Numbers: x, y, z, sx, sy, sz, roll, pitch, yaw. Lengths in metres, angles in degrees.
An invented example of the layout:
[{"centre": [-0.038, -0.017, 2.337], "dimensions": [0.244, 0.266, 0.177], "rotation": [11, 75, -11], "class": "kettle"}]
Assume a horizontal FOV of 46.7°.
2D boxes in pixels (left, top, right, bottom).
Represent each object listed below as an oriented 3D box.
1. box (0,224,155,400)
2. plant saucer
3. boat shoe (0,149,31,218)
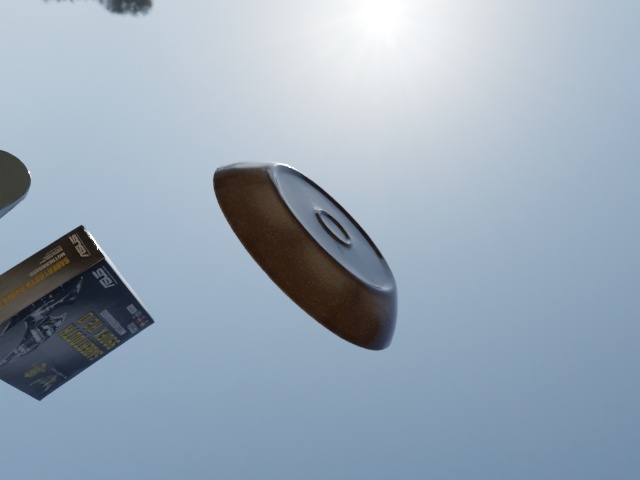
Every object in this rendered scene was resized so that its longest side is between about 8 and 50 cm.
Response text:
[{"centre": [-0.316, 0.096, 0.896], "dimensions": [0.183, 0.231, 0.056], "rotation": [-35, -112, -13], "class": "box"}, {"centre": [0.000, 0.000, 0.596], "dimensions": [0.036, 0.198, 0.199], "rotation": [-44, -141, 15], "class": "plant saucer"}, {"centre": [-0.301, -0.002, 0.558], "dimensions": [0.083, 0.065, 0.183], "rotation": [-37, -174, 34], "class": "boat shoe"}]
